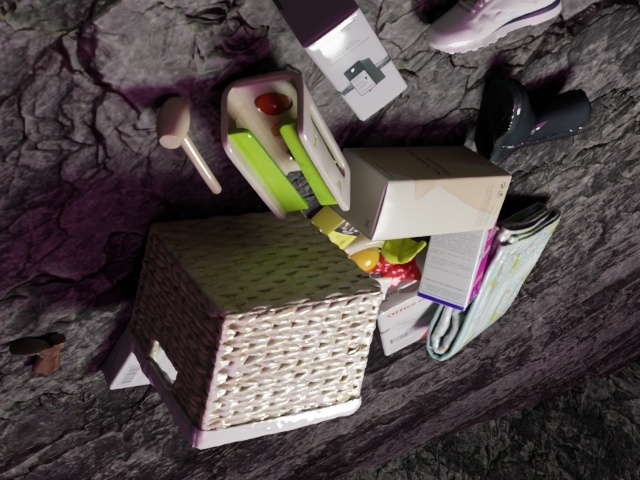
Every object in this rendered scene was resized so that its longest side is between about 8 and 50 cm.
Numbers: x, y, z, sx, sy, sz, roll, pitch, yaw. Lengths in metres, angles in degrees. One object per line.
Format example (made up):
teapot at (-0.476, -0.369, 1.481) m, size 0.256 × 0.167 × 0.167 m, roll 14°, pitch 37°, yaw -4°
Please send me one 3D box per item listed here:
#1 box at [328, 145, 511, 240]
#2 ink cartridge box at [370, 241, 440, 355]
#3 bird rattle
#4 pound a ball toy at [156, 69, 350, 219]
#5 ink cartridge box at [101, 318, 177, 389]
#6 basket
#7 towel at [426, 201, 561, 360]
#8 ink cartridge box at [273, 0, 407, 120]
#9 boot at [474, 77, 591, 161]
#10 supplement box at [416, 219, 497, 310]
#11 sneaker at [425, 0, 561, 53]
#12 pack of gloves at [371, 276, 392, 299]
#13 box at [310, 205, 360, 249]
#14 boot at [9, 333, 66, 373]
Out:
box at (0.185, -0.093, 1.568) m, size 0.311 × 0.148 × 0.121 m, roll -6°, pitch 123°, yaw -37°
ink cartridge box at (0.208, 0.145, 2.031) m, size 0.197 × 0.114 × 0.273 m, roll -26°, pitch 153°, yaw -6°
bird rattle at (0.112, 0.020, 1.787) m, size 0.207 × 0.143 × 0.253 m, roll -11°, pitch 162°, yaw -8°
pound a ball toy at (-0.092, -0.152, 1.303) m, size 0.208 × 0.135 × 0.319 m, roll -8°, pitch 155°, yaw 15°
ink cartridge box at (-0.286, 0.195, 1.730) m, size 0.239 × 0.060 × 0.275 m, roll -2°, pitch 141°, yaw -41°
basket at (-0.122, 0.133, 1.456) m, size 0.331 × 0.328 × 0.266 m, roll -7°, pitch 123°, yaw -32°
towel at (0.413, 0.092, 2.007) m, size 0.321 × 0.090 × 0.374 m, roll -19°, pitch 140°, yaw -50°
ink cartridge box at (0.020, -0.278, 1.139) m, size 0.087 × 0.153 × 0.208 m, roll -35°, pitch 152°, yaw 8°
boot at (0.410, -0.248, 1.591) m, size 0.207 × 0.094 × 0.246 m, roll -20°, pitch 157°, yaw -8°
supplement box at (0.292, 0.019, 1.788) m, size 0.111 × 0.114 × 0.219 m, roll -34°, pitch 137°, yaw -59°
sneaker at (0.263, -0.367, 1.302) m, size 0.235 × 0.090 × 0.094 m, roll -27°, pitch 139°, yaw -11°
pack of gloves at (0.027, 0.158, 1.797) m, size 0.232 × 0.046 × 0.195 m, roll -4°, pitch 142°, yaw -14°
box at (0.000, 0.000, 1.668) m, size 0.232 × 0.058 × 0.087 m, roll -42°, pitch 150°, yaw 24°
boot at (-0.532, 0.220, 1.580) m, size 0.107 × 0.037 × 0.114 m, roll -6°, pitch 149°, yaw -32°
